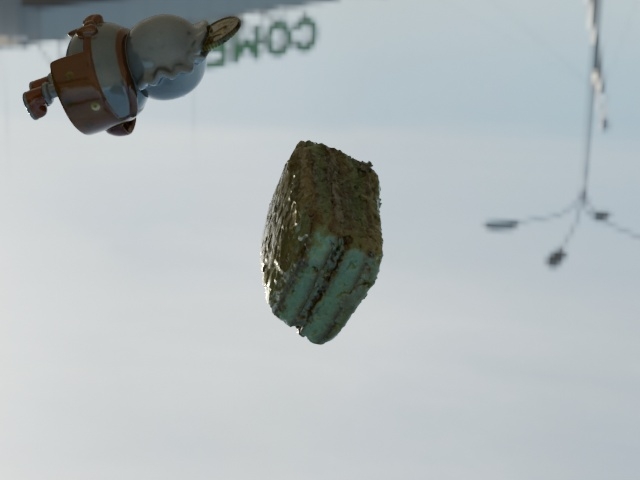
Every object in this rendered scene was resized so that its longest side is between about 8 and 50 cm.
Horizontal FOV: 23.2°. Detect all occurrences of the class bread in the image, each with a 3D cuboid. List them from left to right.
[{"bbox_3d":[0.000,0.000,1.577,0.102,0.138,0.196,16,-148,-10],"label":"bread"}]

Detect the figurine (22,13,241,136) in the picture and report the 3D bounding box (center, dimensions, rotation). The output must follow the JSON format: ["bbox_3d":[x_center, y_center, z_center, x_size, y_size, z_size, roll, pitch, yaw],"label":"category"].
[{"bbox_3d":[-0.220,-0.208,1.806,0.271,0.143,0.143,-31,-176,23],"label":"figurine"}]
